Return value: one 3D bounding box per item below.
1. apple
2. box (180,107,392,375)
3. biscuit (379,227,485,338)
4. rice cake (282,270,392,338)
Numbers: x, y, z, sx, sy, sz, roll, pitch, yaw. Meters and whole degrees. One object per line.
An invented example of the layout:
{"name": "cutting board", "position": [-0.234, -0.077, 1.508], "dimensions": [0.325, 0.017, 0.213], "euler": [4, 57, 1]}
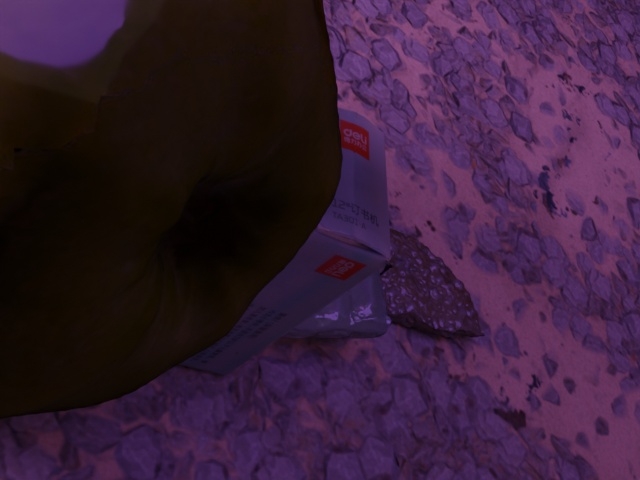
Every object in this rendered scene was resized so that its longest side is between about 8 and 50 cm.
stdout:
{"name": "apple", "position": [-0.219, -0.106, 0.571], "dimensions": [0.474, 0.473, 0.473], "euler": [19, 53, -28]}
{"name": "box", "position": [-0.047, 0.010, 0.773], "dimensions": [0.079, 0.269, 0.135], "euler": [20, 51, -29]}
{"name": "biscuit", "position": [0.079, 0.041, 1.018], "dimensions": [0.250, 0.032, 0.133], "euler": [12, 55, -31]}
{"name": "rice cake", "position": [0.000, 0.000, 0.942], "dimensions": [0.127, 0.043, 0.237], "euler": [5, 51, -19]}
